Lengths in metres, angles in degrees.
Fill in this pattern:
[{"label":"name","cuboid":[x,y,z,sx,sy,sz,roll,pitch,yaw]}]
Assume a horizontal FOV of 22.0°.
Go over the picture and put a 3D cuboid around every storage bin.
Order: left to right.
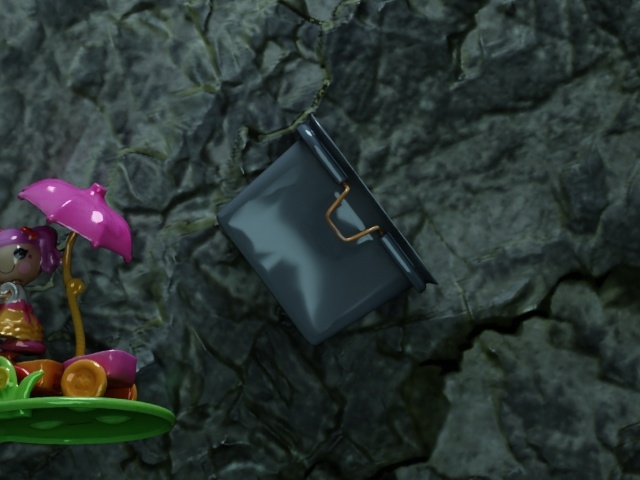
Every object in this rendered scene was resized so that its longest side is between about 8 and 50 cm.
[{"label":"storage bin","cuboid":[0.000,0.000,1.054,0.091,0.098,0.135,-38,92,2]}]

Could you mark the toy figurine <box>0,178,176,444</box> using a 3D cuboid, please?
[{"label":"toy figurine","cuboid":[-0.176,0.041,1.032,0.173,0.130,0.159,-7,72,16]}]
